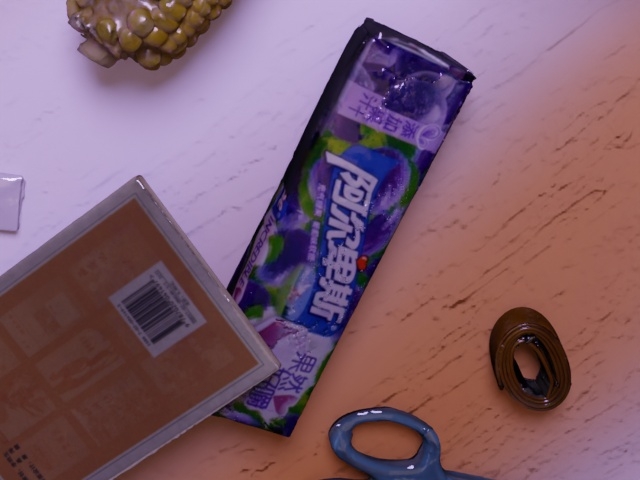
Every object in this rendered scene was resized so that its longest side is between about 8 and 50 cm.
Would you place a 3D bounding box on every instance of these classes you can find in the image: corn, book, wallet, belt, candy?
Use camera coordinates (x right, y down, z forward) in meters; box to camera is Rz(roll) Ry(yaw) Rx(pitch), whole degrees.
[{"bbox_3d":[-0.051,-0.219,0.593,0.086,0.086,0.288,36,102,-19],"label":"corn"},{"bbox_3d":[-0.170,0.088,0.700,0.241,0.018,0.170,-34,97,14],"label":"book"},{"bbox_3d":[-0.251,-0.031,0.681,0.083,0.011,0.044,8,110,-11],"label":"wallet"},{"bbox_3d":[0.164,0.095,0.773,0.059,0.036,0.083,-22,113,9],"label":"belt"},{"bbox_3d":[0.000,0.000,0.699,0.088,0.061,0.312,21,107,-17],"label":"candy"}]

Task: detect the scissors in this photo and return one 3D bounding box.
[{"bbox_3d":[0.131,0.223,0.815,0.289,0.041,0.138,17,110,-10],"label":"scissors"}]
